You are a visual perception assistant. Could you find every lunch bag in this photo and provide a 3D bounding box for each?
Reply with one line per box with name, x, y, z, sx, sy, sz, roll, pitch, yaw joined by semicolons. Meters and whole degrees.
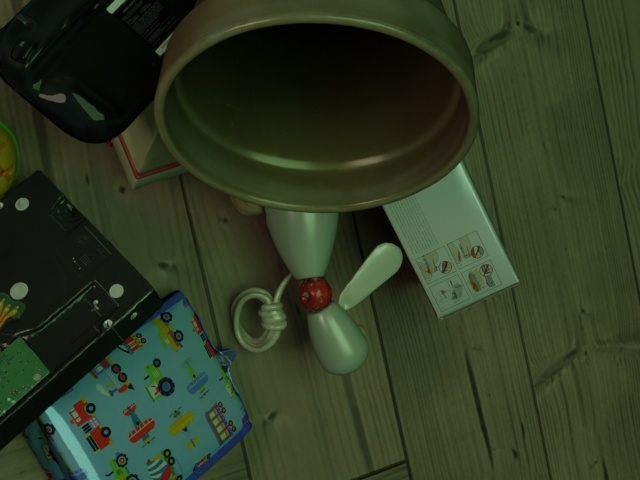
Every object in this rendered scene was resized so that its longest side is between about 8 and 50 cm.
lunch bag;-0.225;0.218;1.427;0.293;0.138;0.221;-34;101;-31

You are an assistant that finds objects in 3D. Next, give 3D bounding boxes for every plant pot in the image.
plant pot;-0.001;-0.228;1.148;0.323;0.323;0.280;18;54;-24

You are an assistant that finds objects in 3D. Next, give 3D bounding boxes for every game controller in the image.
game controller;-0.211;-0.255;1.205;0.166;0.067;0.319;45;64;-16

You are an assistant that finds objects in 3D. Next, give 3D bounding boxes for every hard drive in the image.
hard drive;-0.389;0.105;1.289;0.339;0.064;0.237;-43;68;-13

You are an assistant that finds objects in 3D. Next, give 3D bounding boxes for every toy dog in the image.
toy dog;0.000;0.000;1.486;0.161;0.220;0.333;-28;123;-53

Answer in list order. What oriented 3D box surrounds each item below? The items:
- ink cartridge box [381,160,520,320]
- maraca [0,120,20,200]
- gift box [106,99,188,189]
ink cartridge box;0.152;-0.080;1.568;0.130;0.272;0.309;-26;102;8
maraca;-0.444;-0.071;1.334;0.127;0.099;0.185;20;104;-35
gift box;-0.164;-0.245;1.384;0.255;0.258;0.276;-15;76;-23
